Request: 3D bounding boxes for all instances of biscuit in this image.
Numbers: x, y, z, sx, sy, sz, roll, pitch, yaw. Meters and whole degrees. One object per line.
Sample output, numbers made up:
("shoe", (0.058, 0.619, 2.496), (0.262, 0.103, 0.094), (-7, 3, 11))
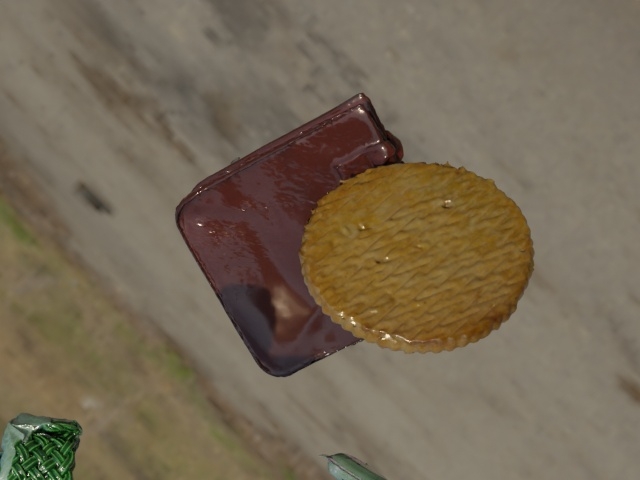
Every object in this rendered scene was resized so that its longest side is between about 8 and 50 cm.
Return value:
("biscuit", (0.103, 0.016, 1.803), (0.254, 0.254, 0.035), (38, 150, 25))

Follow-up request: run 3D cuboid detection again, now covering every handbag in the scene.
("handbag", (0.000, 0.000, 1.970), (0.260, 0.275, 0.084), (59, -163, -6))

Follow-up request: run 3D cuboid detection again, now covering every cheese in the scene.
("cheese", (0.050, 0.233, 1.600), (0.121, 0.026, 0.067), (32, 180, 21))

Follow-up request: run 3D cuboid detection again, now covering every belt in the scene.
("belt", (-0.245, 0.203, 1.380), (0.079, 0.121, 0.151), (12, 138, -11))
